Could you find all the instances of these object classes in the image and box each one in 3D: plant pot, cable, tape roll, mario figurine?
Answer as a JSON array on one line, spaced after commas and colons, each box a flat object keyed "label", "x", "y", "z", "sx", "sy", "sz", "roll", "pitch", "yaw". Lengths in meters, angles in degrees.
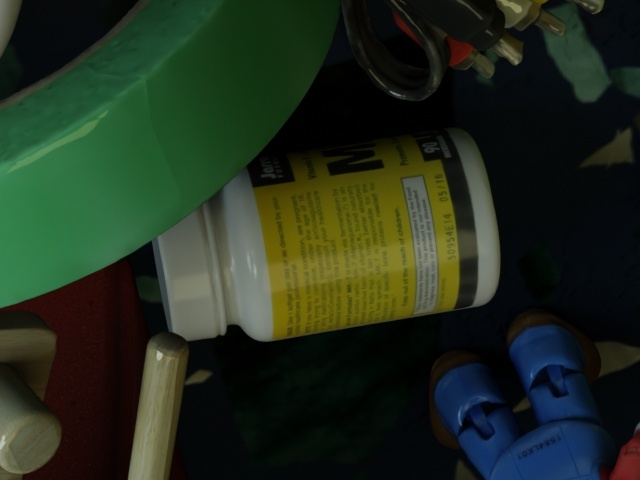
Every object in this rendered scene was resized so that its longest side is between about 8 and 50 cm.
[{"label": "plant pot", "x": -0.215, "y": 0.203, "z": 1.207, "sx": 0.267, "sy": 0.236, "sz": 0.267, "roll": -14, "pitch": 128, "yaw": -4}, {"label": "cable", "x": 0.027, "y": -0.187, "z": 1.104, "sx": 0.287, "sy": 0.072, "sz": 0.139, "roll": 39, "pitch": 133, "yaw": -21}, {"label": "tape roll", "x": -0.150, "y": -0.104, "z": 0.934, "sx": 0.321, "sy": 0.321, "sz": 0.077, "roll": -25, "pitch": 128, "yaw": 5}, {"label": "mario figurine", "x": 0.174, "y": 0.205, "z": 1.252, "sx": 0.170, "sy": 0.320, "sz": 0.198, "roll": 18, "pitch": 121, "yaw": -25}]

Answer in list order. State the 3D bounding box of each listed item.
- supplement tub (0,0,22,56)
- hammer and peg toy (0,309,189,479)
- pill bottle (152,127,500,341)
[{"label": "supplement tub", "x": -0.255, "y": -0.196, "z": 0.839, "sx": 0.228, "sy": 0.316, "sz": 0.228, "roll": -7, "pitch": 128, "yaw": -9}, {"label": "hammer and peg toy", "x": -0.227, "y": 0.145, "z": 0.947, "sx": 0.361, "sy": 0.127, "sz": 0.266, "roll": -1, "pitch": 118, "yaw": -39}, {"label": "pill bottle", "x": 0.000, "y": 0.000, "z": 1.181, "sx": 0.208, "sy": 0.119, "sz": 0.119, "roll": -9, "pitch": 128, "yaw": -8}]
